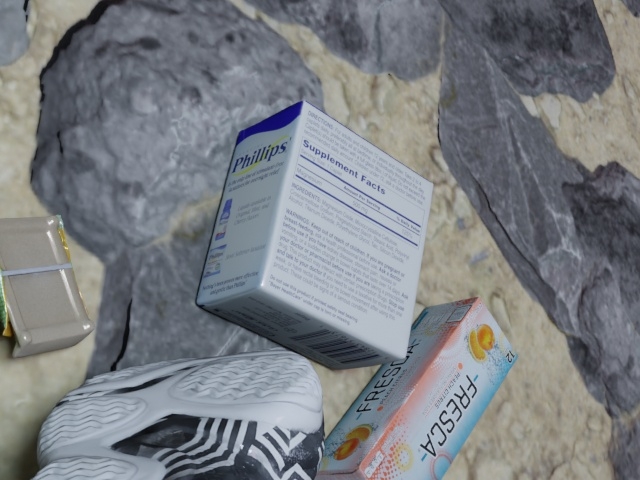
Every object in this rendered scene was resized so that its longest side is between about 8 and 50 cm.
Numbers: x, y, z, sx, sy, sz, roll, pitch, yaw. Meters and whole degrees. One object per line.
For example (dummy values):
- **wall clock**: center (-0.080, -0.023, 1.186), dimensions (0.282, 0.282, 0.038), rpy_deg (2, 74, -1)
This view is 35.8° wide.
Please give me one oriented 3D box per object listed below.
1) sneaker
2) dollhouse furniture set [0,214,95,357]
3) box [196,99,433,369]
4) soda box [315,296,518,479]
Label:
- **sneaker**: center (-0.055, 0.184, 0.445), dimensions (0.137, 0.366, 0.210), rpy_deg (-7, 100, -1)
- **dollhouse furniture set**: center (-0.193, 0.034, 0.515), dimensions (0.152, 0.059, 0.076), rpy_deg (-7, 75, -62)
- **box**: center (0.000, 0.000, 0.664), dimensions (0.126, 0.072, 0.137), rpy_deg (29, 60, -32)
- **soda box**: center (0.069, 0.120, 0.701), dimensions (0.063, 0.058, 0.183), rpy_deg (56, 49, -15)
